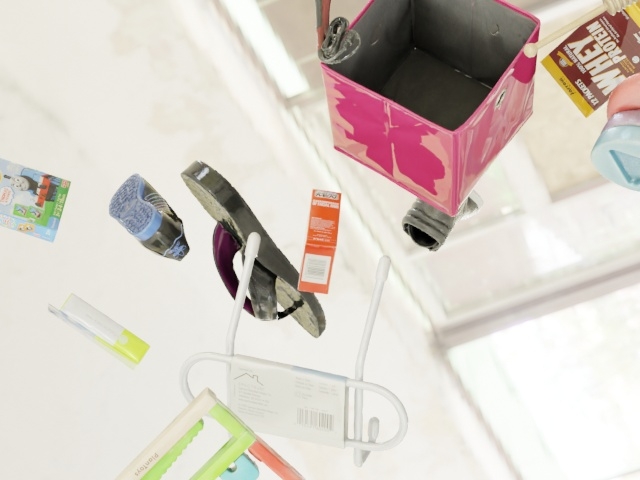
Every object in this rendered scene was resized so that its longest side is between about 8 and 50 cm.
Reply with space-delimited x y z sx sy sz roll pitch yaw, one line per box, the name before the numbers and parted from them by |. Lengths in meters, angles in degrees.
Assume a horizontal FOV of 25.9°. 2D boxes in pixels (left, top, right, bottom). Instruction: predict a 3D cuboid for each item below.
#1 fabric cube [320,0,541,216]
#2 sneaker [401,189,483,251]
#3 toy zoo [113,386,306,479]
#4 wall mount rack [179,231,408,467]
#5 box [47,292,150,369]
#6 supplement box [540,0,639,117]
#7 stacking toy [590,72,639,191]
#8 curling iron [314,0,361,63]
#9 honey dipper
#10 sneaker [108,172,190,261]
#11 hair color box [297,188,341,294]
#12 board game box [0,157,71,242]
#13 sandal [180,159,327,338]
fabric cube | 0.180 -0.244 2.233 0.259 0.254 0.258 30 158 20
sneaker | 0.216 -0.050 2.542 0.105 0.147 0.296 33 179 12
toy zoo | -0.077 0.316 1.415 0.293 0.192 0.030 44 -178 -10
wall mount rack | -0.025 0.165 2.008 0.130 0.350 0.304 -49 -35 -60
box | -0.370 0.148 2.319 0.178 0.042 0.109 35 165 -3
supplement box | 0.517 -0.334 2.387 0.129 0.194 0.191 52 -145 6
stacking toy | 0.514 -0.095 1.769 0.130 0.309 0.279 -68 11 -22
curling iron | 0.018 -0.375 2.074 0.035 0.068 0.274 52 -151 -55
honey dipper | 0.333 -0.282 1.795 0.030 0.161 0.030 60 178 3
sneaker | -0.269 -0.032 2.196 0.090 0.081 0.232 42 -175 -27
hair color box | 0.000 0.000 2.214 0.167 0.053 0.093 -85 4 -57
board game box | -0.606 -0.089 2.718 0.212 0.039 0.160 18 -141 -12
sandal | -0.134 0.038 2.435 0.167 0.107 0.445 31 162 48
